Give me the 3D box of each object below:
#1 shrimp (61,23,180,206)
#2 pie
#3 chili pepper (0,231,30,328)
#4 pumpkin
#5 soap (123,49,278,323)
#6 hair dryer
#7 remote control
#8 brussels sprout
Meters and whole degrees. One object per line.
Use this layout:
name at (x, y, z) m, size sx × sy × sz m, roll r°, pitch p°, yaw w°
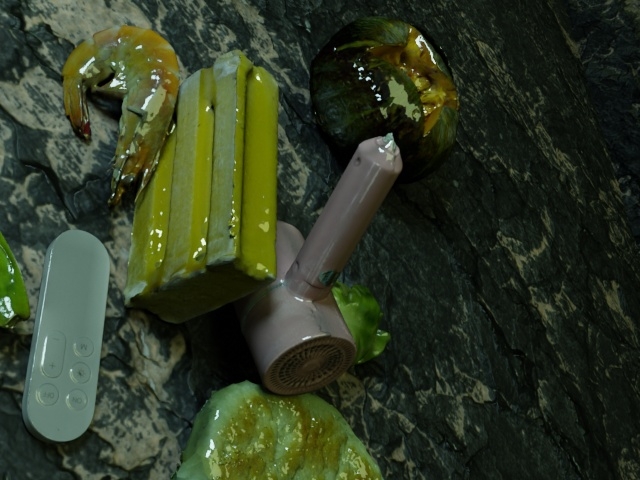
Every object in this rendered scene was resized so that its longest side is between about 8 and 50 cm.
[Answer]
shrimp at (-0.256, -0.166, 0.941) m, size 0.150 × 0.068 × 0.249 m, roll 0°, pitch 73°, yaw -6°
pie at (-0.028, 0.338, 0.913) m, size 0.296 × 0.078 × 0.371 m, roll -27°, pitch 91°, yaw -51°
chili pepper at (-0.357, 0.001, 0.762) m, size 0.051 × 0.050 × 0.202 m, roll -28°, pitch 88°, yaw -35°
pumpkin at (0.122, -0.252, 1.324) m, size 0.320 × 0.192 × 0.321 m, roll 27°, pitch 48°, yaw -35°
soap at (-0.144, -0.070, 0.926) m, size 0.091 × 0.199 × 0.315 m, roll 31°, pitch 46°, yaw -42°
hair dryer at (0.000, 0.000, 0.887) m, size 0.125 × 0.352 × 0.210 m, roll 5°, pitch 42°, yaw -33°
remote control at (-0.279, 0.100, 0.812) m, size 0.077 × 0.022 × 0.245 m, roll 25°, pitch 52°, yaw -40°
brussels sprout at (0.026, 0.125, 1.084) m, size 0.181 × 0.100 × 0.139 m, roll 31°, pitch 62°, yaw -56°
